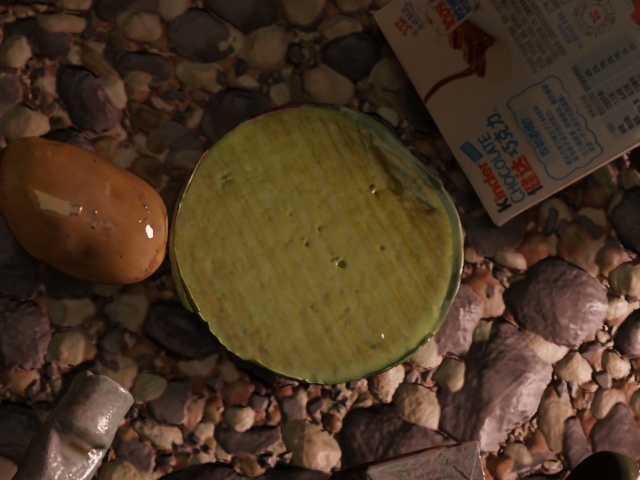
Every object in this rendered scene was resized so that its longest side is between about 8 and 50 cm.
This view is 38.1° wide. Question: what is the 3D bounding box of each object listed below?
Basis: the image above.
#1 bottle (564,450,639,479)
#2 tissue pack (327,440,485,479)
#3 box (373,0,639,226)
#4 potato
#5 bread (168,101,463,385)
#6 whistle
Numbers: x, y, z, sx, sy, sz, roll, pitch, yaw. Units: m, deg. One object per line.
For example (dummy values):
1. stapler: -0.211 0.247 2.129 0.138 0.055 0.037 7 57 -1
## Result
1. bottle: 0.354 0.321 0.876 0.271 0.143 0.156 31 71 -4
2. tissue pack: 0.074 0.224 0.837 0.108 0.148 0.060 -9 76 -15
3. box: 0.233 -0.195 0.977 0.265 0.048 0.273 -30 83 13
4. potato: -0.222 -0.024 0.863 0.178 0.118 0.109 27 106 -18
5. bread: -0.003 0.005 0.936 0.301 0.045 0.301 3 73 -9
6. whistle: -0.268 0.268 0.771 0.142 0.134 0.346 27 61 -1
